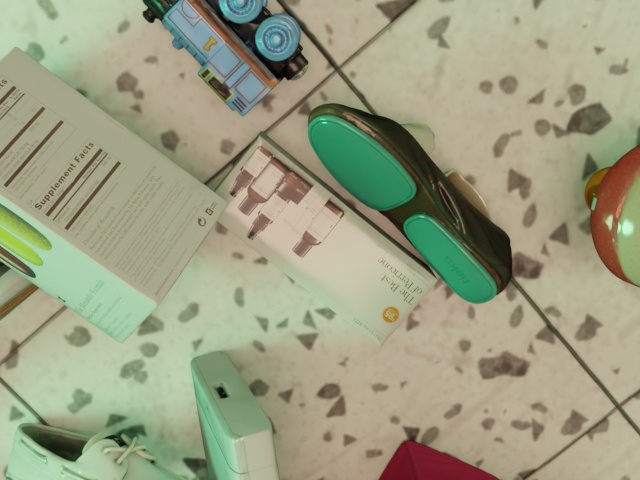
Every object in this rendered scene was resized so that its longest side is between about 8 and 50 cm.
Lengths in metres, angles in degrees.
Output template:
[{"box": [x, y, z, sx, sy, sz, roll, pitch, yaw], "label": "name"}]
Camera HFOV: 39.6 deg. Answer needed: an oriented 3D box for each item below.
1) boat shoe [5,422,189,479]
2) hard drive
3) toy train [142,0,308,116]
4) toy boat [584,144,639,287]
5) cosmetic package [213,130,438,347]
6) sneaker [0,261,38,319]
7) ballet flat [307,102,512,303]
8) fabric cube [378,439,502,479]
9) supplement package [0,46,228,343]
[{"box": [-0.218, 0.241, 0.922, 0.267, 0.096, 0.088, 4, 93, 33], "label": "boat shoe"}, {"box": [-0.070, 0.316, 0.909, 0.047, 0.233, 0.353, -12, 103, -15], "label": "hard drive"}, {"box": [-0.097, -0.214, 0.869, 0.105, 0.080, 0.184, -42, 101, 13], "label": "toy train"}, {"box": [0.338, -0.035, 0.900, 0.231, 0.151, 0.151, -2, 107, -46], "label": "toy boat"}, {"box": [0.000, 0.000, 0.929, 0.239, 0.060, 0.099, 38, 99, -10], "label": "cosmetic package"}, {"box": [-0.441, 0.059, 0.870, 0.321, 0.124, 0.180, -42, 92, -26], "label": "sneaker"}, {"box": [0.098, -0.053, 0.909, 0.280, 0.095, 0.096, 46, 52, -21], "label": "ballet flat"}, {"box": [0.159, 0.413, 0.929, 0.259, 0.258, 0.254, 24, 102, -8], "label": "fabric cube"}, {"box": [-0.239, -0.037, 0.847, 0.244, 0.139, 0.134, 36, 57, -9], "label": "supplement package"}]
